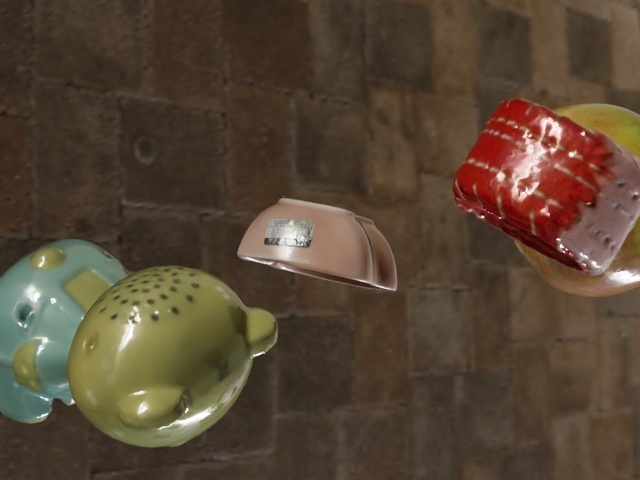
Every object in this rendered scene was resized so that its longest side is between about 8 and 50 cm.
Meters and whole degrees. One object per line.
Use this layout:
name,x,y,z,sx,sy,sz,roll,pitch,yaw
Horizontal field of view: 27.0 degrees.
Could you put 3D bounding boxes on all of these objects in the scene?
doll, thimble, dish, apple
doll,-0.177,0.092,1.201,0.177,0.260,0.161,-34,126,-40
thimble,0.237,-0.056,1.363,0.125,0.189,0.163,-59,142,-3
dish,0.000,0.000,1.711,0.213,0.213,0.090,16,85,-49
apple,0.334,-0.051,1.635,0.261,0.194,0.261,164,-90,-87
